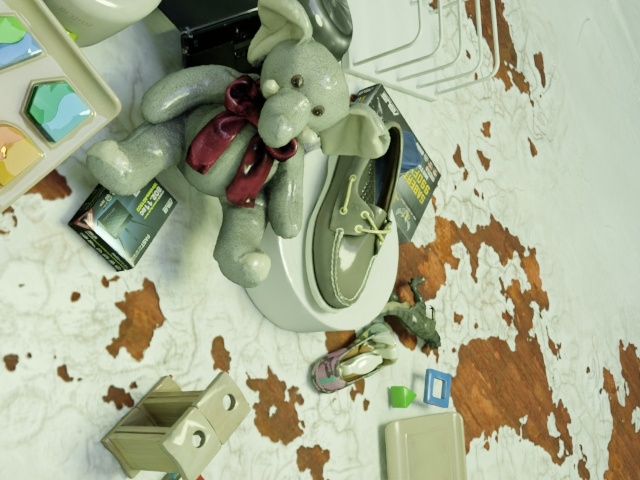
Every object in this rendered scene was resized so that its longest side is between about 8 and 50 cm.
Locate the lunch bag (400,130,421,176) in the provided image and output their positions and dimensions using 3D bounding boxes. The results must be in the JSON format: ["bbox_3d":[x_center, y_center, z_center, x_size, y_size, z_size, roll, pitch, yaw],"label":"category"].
[{"bbox_3d":[0.119,-0.144,1.342,0.098,0.065,0.067,1,67,-46],"label":"lunch bag"}]

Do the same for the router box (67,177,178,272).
[{"bbox_3d":[-0.249,-0.035,1.016,0.092,0.038,0.122,50,50,-30],"label":"router box"}]

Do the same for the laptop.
[{"bbox_3d":[-0.166,-0.305,1.181,0.234,0.136,0.264,-36,134,-45],"label":"laptop"}]

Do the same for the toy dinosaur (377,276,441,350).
[{"bbox_3d":[0.152,0.116,1.398,0.268,0.064,0.118,30,45,-51],"label":"toy dinosaur"}]

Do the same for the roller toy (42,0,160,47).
[{"bbox_3d":[-0.287,-0.343,0.953,0.191,0.146,0.209,-27,102,-48],"label":"roller toy"}]

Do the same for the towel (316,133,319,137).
[{"bbox_3d":[-0.018,-0.252,1.299,0.110,0.027,0.148,37,51,-65],"label":"towel"}]

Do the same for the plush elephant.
[{"bbox_3d":[-0.067,-0.146,1.002,0.272,0.255,0.330,44,46,-16],"label":"plush elephant"}]

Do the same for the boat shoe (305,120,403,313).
[{"bbox_3d":[0.056,-0.042,1.166,0.109,0.091,0.305,32,60,-40],"label":"boat shoe"}]

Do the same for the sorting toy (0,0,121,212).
[{"bbox_3d":[-0.350,-0.156,0.871,0.208,0.038,0.193,-44,117,-17],"label":"sorting toy"}]

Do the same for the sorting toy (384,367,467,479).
[{"bbox_3d":[0.182,0.403,1.406,0.196,0.047,0.348,5,79,-43],"label":"sorting toy"}]

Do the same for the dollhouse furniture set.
[{"bbox_3d":[-0.148,0.275,0.999,0.129,0.129,0.184,-48,116,-42],"label":"dollhouse furniture set"}]

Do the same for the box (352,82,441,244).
[{"bbox_3d":[0.115,-0.135,1.426,0.231,0.056,0.183,52,48,-27],"label":"box"}]

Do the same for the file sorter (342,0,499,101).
[{"bbox_3d":[0.189,-0.395,1.473,0.277,0.173,0.193,6,79,-48],"label":"file sorter"}]

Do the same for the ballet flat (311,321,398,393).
[{"bbox_3d":[0.077,0.192,1.304,0.221,0.079,0.077,-21,97,-48],"label":"ballet flat"}]

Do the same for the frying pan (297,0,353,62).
[{"bbox_3d":[-0.029,-0.441,1.295,0.326,0.053,0.197,58,28,-30],"label":"frying pan"}]

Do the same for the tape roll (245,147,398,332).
[{"bbox_3d":[0.000,0.000,1.240,0.286,0.100,0.286,12,74,-46],"label":"tape roll"}]
